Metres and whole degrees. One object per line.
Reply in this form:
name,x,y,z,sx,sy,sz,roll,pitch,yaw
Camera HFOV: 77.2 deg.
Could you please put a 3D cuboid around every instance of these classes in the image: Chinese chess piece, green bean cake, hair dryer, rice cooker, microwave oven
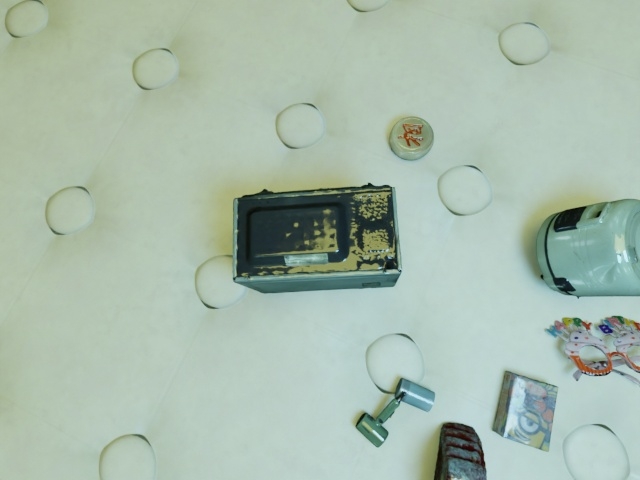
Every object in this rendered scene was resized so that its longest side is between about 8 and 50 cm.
Chinese chess piece,0.253,-0.283,1.111,0.122,0.051,0.122,-1,77,3
green bean cake,0.299,0.554,0.876,0.097,0.198,0.233,8,93,14
hair dryer,0.152,0.408,0.940,0.071,0.047,0.150,39,102,10
rice cooker,0.636,0.019,0.923,0.226,0.244,0.226,4,80,-21
microwave oven,0.000,0.000,0.948,0.355,0.286,0.218,-4,76,7

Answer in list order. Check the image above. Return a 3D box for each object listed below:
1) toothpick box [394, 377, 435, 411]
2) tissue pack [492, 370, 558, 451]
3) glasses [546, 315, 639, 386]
toothpick box,0.225,0.370,0.960,0.083,0.052,0.052,22,79,7
tissue pack,0.478,0.395,0.935,0.108,0.060,0.148,16,77,6
glasses,0.684,0.259,0.958,0.255,0.095,0.162,-1,49,5
